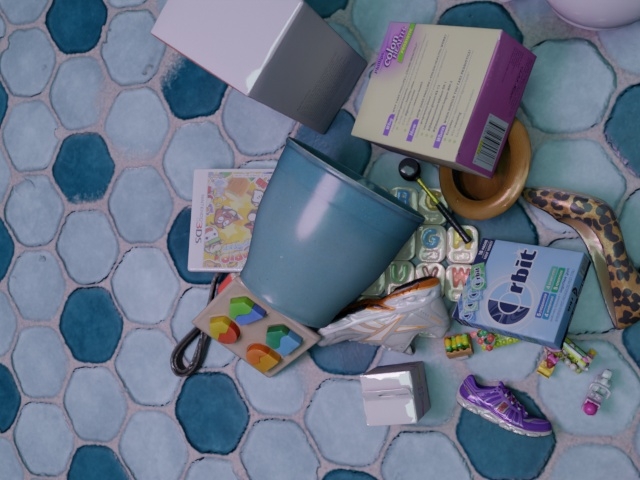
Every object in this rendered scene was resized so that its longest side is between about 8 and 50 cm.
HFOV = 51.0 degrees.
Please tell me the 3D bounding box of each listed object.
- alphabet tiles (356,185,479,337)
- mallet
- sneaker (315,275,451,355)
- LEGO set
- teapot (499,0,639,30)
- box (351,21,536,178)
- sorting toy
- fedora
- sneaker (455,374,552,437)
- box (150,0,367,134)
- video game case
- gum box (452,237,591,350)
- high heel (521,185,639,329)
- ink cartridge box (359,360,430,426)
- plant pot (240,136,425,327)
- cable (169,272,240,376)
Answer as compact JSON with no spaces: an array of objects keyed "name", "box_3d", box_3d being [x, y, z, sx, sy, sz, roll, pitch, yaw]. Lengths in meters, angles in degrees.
[{"name":"alphabet tiles","box_3d":[0.150,0.038,1.253,0.284,0.021,0.278,3,89,20]},{"name":"mallet","box_3d":[0.204,-0.073,1.197,0.039,0.062,0.190,-39,72,8]},{"name":"sneaker","box_3d":[0.111,0.164,1.214,0.262,0.099,0.121,-22,94,24]},{"name":"LEGO set","box_3d":[0.348,0.187,1.131,0.286,0.107,0.132,19,95,19]},{"name":"teapot","box_3d":[0.460,-0.427,1.075,0.252,0.187,0.256,-28,60,-10]},{"name":"box","box_3d":[0.203,-0.243,1.142,0.243,0.117,0.214,24,97,45]},{"name":"sorting toy","box_3d":[-0.126,0.172,1.250,0.193,0.038,0.208,38,135,-11]},{"name":"fedora","box_3d":[0.295,-0.126,1.160,0.194,0.079,0.195,-13,72,43]},{"name":"sneaker","box_3d":[0.320,0.286,1.162,0.169,0.068,0.071,23,91,19]},{"name":"box","box_3d":[-0.089,-0.335,1.177,0.215,0.345,0.168,35,100,18]},{"name":"video game case","box_3d":[-0.141,-0.040,1.311,0.226,0.026,0.207,0,79,4]},{"name":"gum box","box_3d":[0.330,0.083,1.114,0.184,0.041,0.157,11,71,44]},{"name":"high heel","box_3d":[0.433,0.024,1.112,0.261,0.093,0.186,23,93,12]},{"name":"ink cartridge box","box_3d":[0.132,0.271,1.187,0.092,0.143,0.090,-10,85,20]},{"name":"plant pot","box_3d":[0.000,0.000,1.161,0.271,0.271,0.255,33,100,18]},{"name":"cable","box_3d":[-0.224,0.157,1.354,0.287,0.072,0.139,-40,80,13]}]
